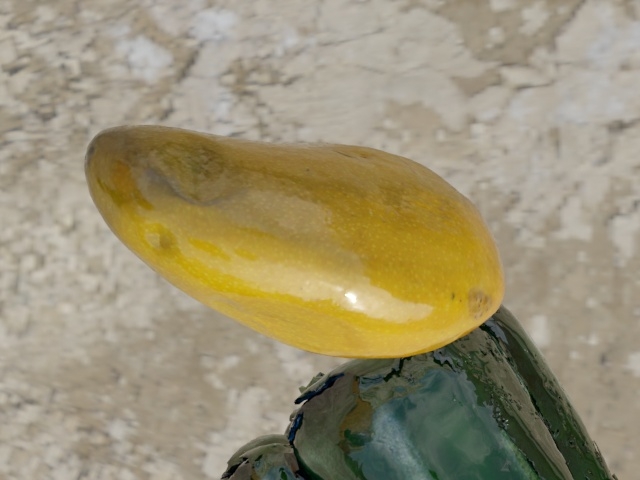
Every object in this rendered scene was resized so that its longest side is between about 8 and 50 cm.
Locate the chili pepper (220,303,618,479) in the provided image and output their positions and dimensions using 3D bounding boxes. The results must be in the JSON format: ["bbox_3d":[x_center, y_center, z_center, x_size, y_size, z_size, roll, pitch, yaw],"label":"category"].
[{"bbox_3d":[0.080,0.177,1.274,0.233,0.248,0.257,-29,80,-42],"label":"chili pepper"}]

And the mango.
[{"bbox_3d":[0.000,0.000,0.716,0.190,0.098,0.075,17,111,-39],"label":"mango"}]
